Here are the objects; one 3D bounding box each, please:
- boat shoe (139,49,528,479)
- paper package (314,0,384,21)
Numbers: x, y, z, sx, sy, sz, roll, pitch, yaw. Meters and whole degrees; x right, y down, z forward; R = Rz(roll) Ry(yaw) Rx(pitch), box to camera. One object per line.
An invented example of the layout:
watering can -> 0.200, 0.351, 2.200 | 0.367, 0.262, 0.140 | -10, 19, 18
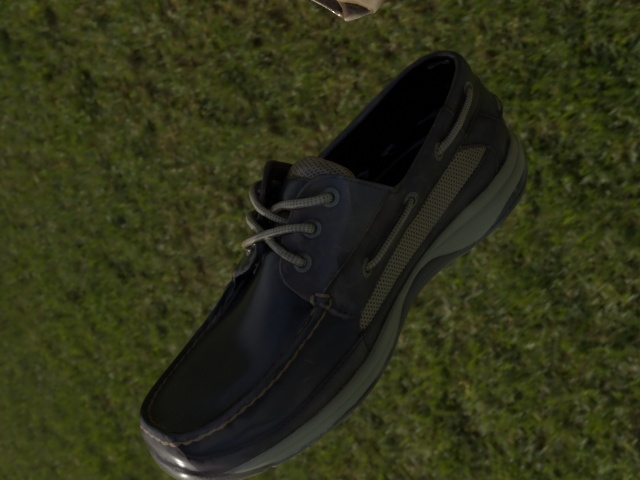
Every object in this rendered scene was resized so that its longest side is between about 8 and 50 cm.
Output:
boat shoe -> 0.000, 0.000, 0.669 | 0.132, 0.355, 0.130 | 9, 137, 44
paper package -> 0.075, -0.369, 0.662 | 0.168, 0.325, 0.309 | 32, 142, 3
